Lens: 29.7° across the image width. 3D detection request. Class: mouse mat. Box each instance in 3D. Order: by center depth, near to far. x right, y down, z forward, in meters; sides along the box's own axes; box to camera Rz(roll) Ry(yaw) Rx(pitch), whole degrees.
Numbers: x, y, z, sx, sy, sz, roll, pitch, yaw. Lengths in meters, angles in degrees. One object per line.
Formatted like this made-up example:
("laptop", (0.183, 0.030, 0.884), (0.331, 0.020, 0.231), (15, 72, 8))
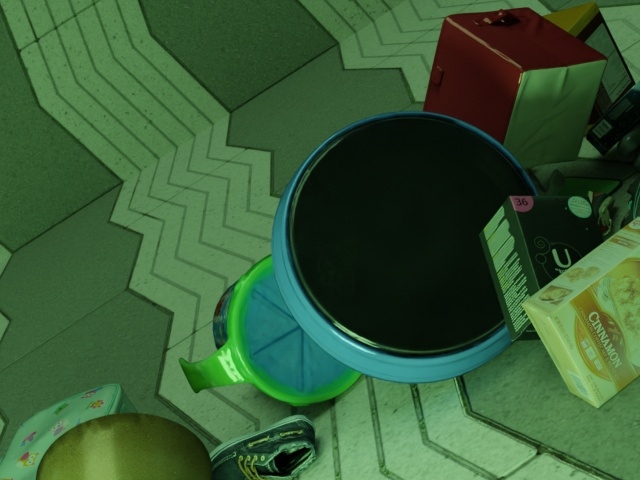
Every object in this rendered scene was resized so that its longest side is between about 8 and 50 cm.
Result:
("mouse mat", (0.375, -0.045, 1.932), (0.190, 0.007, 0.152), (-38, 20, -18))

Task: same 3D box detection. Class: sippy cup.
("sippy cup", (-0.060, 0.132, 1.874), (0.224, 0.305, 0.240), (170, 109, -68))

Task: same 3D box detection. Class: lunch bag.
("lunch bag", (-0.410, 0.361, 1.983), (0.224, 0.108, 0.279), (-21, 23, 15))

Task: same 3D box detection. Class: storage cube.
("storage cube", (0.300, -0.237, 1.894), (0.184, 0.215, 0.193), (-12, 39, -32))

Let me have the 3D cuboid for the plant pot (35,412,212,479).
("plant pot", (-0.245, 0.391, 1.538), (0.237, 0.237, 0.254), (-29, 34, 9))

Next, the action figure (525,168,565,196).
("action figure", (0.193, -0.088, 2.013), (0.341, 0.178, 0.330), (-18, 16, -16))

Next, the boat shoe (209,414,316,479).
("boat shoe", (-0.090, 0.310, 1.690), (0.183, 0.065, 0.083), (-29, 18, 6))

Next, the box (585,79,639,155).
("box", (0.525, -0.236, 1.933), (0.233, 0.044, 0.159), (-45, -8, 9))

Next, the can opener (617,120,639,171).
("can opener", (0.582, -0.203, 1.941), (0.283, 0.076, 0.095), (-39, -11, -19))

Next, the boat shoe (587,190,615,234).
("boat shoe", (0.412, -0.030, 1.789), (0.043, 0.049, 0.137), (14, 32, 7))

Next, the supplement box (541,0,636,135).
("supplement box", (0.429, -0.295, 2.168), (0.191, 0.194, 0.129), (-7, 32, 50))

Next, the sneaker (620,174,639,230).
("sneaker", (0.492, -0.091, 1.729), (0.106, 0.101, 0.267), (-21, 22, 34))

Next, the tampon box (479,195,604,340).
("tampon box", (0.294, 0.034, 1.547), (0.120, 0.161, 0.101), (-1, -30, -21))

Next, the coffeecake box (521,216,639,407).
("coffeecake box", (0.357, 0.084, 1.445), (0.185, 0.142, 0.068), (-36, 21, -10))

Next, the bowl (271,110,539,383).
("bowl", (0.127, -0.002, 1.669), (0.391, 0.391, 0.077), (-37, -14, -14))
